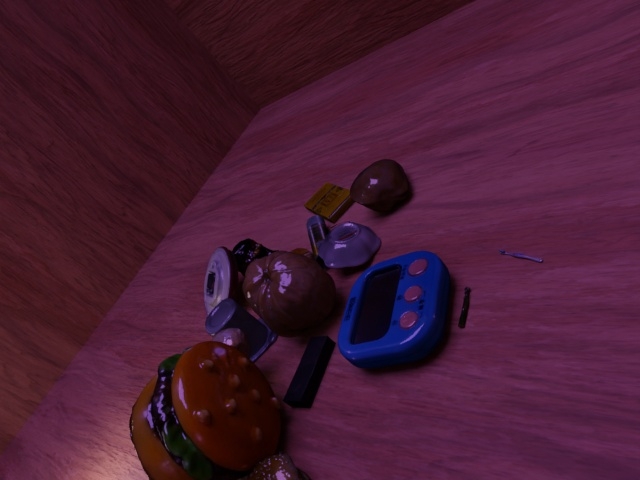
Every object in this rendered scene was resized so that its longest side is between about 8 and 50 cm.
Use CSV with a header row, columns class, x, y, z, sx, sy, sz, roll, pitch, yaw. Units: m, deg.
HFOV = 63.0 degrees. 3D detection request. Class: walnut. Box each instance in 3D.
class,x,y,z,sx,sy,sz,roll,pitch,yaw
walnut,-0.098,0.171,1.699,0.296,0.285,0.285,-11,41,34

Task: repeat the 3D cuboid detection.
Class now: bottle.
class,x,y,z,sx,sy,sz,roll,pitch,yaw
bottle,0.000,0.000,2.003,0.082,0.082,0.286,-37,29,13

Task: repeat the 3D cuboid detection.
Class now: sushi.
class,x,y,z,sx,sy,sz,roll,pitch,yaw
sushi,-0.300,0.075,2.226,0.172,0.150,0.153,-10,43,48

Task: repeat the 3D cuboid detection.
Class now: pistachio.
class,x,y,z,sx,sy,sz,roll,pitch,yaw
pistachio,0.213,-0.213,1.933,0.213,0.162,0.260,-3,34,4

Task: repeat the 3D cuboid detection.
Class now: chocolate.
class,x,y,z,sx,sy,sz,roll,pitch,yaw
chocolate,-0.295,0.384,1.690,0.309,0.134,0.134,107,-178,-49

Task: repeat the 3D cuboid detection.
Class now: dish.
class,x,y,z,sx,sy,sz,roll,pitch,yaw
dish,0.090,-0.004,1.809,0.230,0.081,0.229,-12,37,9

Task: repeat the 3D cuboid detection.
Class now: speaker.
class,x,y,z,sx,sy,sz,roll,pitch,yaw
speaker,-0.031,0.387,1.551,0.082,0.044,0.218,-15,38,43

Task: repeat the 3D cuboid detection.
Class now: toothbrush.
class,x,y,z,sx,sy,sz,roll,pitch,yaw
toothbrush,0.513,0.039,1.341,0.011,0.013,0.131,-56,32,-11

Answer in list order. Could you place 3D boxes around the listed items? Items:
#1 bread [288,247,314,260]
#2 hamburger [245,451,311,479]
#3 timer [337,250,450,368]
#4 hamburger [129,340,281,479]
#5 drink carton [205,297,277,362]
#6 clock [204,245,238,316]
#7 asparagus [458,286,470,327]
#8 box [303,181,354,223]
class,x,y,z,sx,sy,sz,roll,pitch,yaw
bread,-0.112,0.135,1.943,0.140,0.106,0.236,-6,47,47
hamburger,-0.120,0.628,1.253,0.215,0.122,0.189,-50,32,-4
timer,0.204,0.189,1.434,0.309,0.115,0.340,-20,36,37
hamburger,-0.290,0.467,1.436,0.277,0.396,0.395,-39,28,19
drink carton,-0.291,0.321,1.844,0.191,0.189,0.185,-45,33,0
clock,-0.427,0.181,2.169,0.318,0.080,0.318,-19,68,59
asparagus,0.371,0.169,1.345,0.018,0.015,0.127,-16,39,40
box,0.040,-0.166,2.229,0.153,0.041,0.279,-46,27,-7
